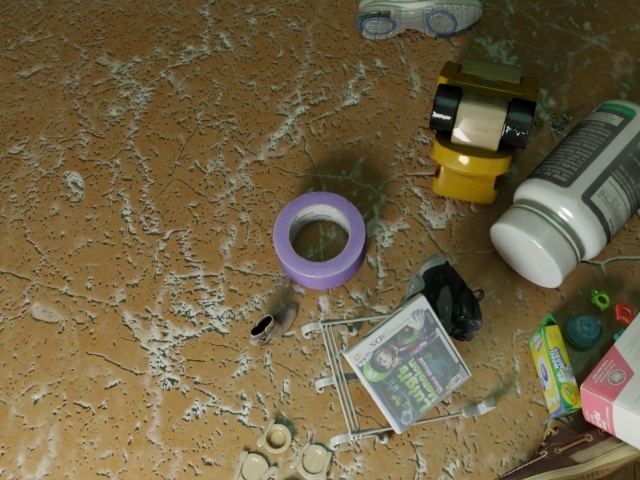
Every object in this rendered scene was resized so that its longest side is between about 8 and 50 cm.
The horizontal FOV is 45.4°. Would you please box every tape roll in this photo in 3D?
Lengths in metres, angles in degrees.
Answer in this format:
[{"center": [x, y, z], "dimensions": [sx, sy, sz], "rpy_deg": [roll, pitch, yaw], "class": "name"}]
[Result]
[{"center": [0.000, 0.000, 1.576], "dimensions": [0.189, 0.080, 0.189], "rpy_deg": [-1, 68, 4], "class": "tape roll"}]

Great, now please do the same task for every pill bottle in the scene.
[{"center": [0.514, -0.091, 1.509], "dimensions": [0.204, 0.204, 0.361], "rpy_deg": [42, 76, 18], "class": "pill bottle"}]

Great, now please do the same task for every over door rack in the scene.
[{"center": [0.142, 0.251, 1.460], "dimensions": [0.324, 0.108, 0.240], "rpy_deg": [-9, 67, -15], "class": "over door rack"}]

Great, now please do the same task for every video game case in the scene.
[{"center": [0.155, 0.215, 1.333], "dimensions": [0.173, 0.022, 0.190], "rpy_deg": [-36, 110, -10], "class": "video game case"}]

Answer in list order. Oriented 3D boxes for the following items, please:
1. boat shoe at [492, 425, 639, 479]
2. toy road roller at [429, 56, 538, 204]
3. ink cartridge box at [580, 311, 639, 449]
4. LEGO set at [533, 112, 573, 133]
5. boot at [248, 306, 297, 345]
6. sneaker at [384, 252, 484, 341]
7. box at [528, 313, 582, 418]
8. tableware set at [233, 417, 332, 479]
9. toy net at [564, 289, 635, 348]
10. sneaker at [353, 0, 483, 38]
[{"center": [0.448, 0.397, 1.376], "dimensions": [0.342, 0.123, 0.123], "rpy_deg": [-20, 38, -1], "class": "boat shoe"}, {"center": [0.328, -0.226, 1.610], "dimensions": [0.202, 0.241, 0.329], "rpy_deg": [14, 32, 10], "class": "toy road roller"}, {"center": [0.618, 0.270, 1.283], "dimensions": [0.207, 0.117, 0.283], "rpy_deg": [-42, 44, -22], "class": "ink cartridge box"}, {"center": [0.511, -0.254, 1.678], "dimensions": [0.083, 0.023, 0.054], "rpy_deg": [1, 65, 19], "class": "LEGO set"}, {"center": [-0.094, 0.164, 1.511], "dimensions": [0.042, 0.087, 0.118], "rpy_deg": [37, 74, 19], "class": "boot"}, {"center": [0.203, 0.158, 1.401], "dimensions": [0.153, 0.101, 0.268], "rpy_deg": [34, 65, 3], "class": "sneaker"}, {"center": [0.435, 0.235, 1.434], "dimensions": [0.043, 0.105, 0.179], "rpy_deg": [-9, 67, -1], "class": "box"}, {"center": [-0.071, 0.425, 1.439], "dimensions": [0.168, 0.020, 0.141], "rpy_deg": [29, 73, 14], "class": "tableware set"}, {"center": [0.593, 0.203, 1.473], "dimensions": [0.232, 0.045, 0.122], "rpy_deg": [39, 66, 15], "class": "toy net"}, {"center": [0.228, -0.547, 1.773], "dimensions": [0.297, 0.111, 0.129], "rpy_deg": [3, 62, 4], "class": "sneaker"}]
